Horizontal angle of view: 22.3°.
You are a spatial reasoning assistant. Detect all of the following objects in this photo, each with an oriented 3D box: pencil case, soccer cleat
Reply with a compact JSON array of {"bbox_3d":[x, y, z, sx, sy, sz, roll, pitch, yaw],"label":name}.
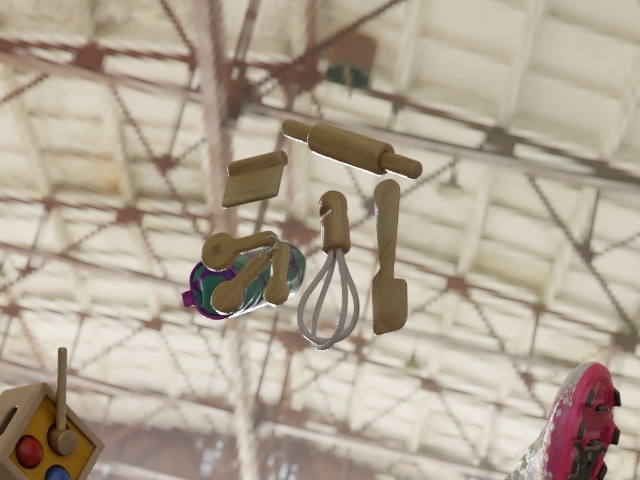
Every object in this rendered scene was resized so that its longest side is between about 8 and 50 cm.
[{"bbox_3d":[-0.073,0.040,1.632,0.070,0.064,0.152,-13,0,26],"label":"pencil case"},{"bbox_3d":[0.277,0.304,2.029,0.143,0.331,0.116,15,9,40],"label":"soccer cleat"}]

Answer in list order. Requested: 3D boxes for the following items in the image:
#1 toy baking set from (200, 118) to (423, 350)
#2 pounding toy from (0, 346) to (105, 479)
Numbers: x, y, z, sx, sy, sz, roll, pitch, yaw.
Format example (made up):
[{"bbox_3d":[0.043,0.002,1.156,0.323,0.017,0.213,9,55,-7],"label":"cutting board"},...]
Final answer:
[{"bbox_3d":[0.002,-0.006,1.397,0.256,0.196,0.030,16,-15,39],"label":"toy baking set"},{"bbox_3d":[-0.301,0.213,1.752,0.100,0.141,0.130,-14,-54,38],"label":"pounding toy"}]
